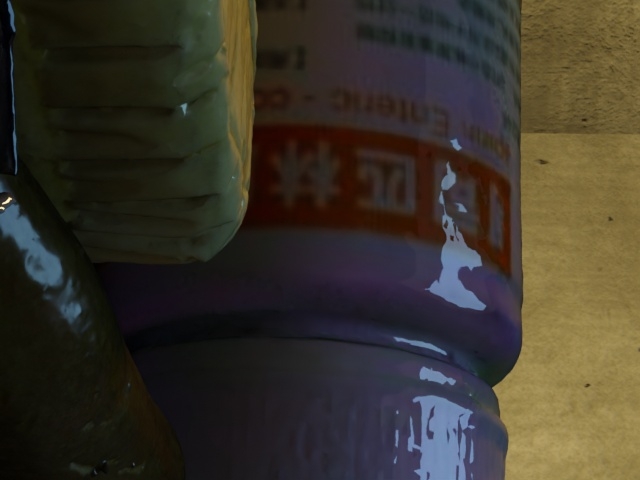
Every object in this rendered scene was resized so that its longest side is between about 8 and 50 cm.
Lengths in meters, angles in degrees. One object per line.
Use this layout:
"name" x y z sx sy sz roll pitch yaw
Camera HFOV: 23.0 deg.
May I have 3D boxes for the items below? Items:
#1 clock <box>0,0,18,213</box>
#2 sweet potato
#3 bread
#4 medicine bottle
"clock" -0.113 -0.087 0.308 0.147 0.071 0.192 -74 164 -74
"sweet potato" -0.105 0.024 0.494 0.243 0.077 0.077 69 20 -48
"bread" -0.079 -0.100 0.512 0.140 0.106 0.236 -85 174 -47
"medicine bottle" -0.006 -0.008 0.795 0.219 0.219 0.388 79 13 -69
